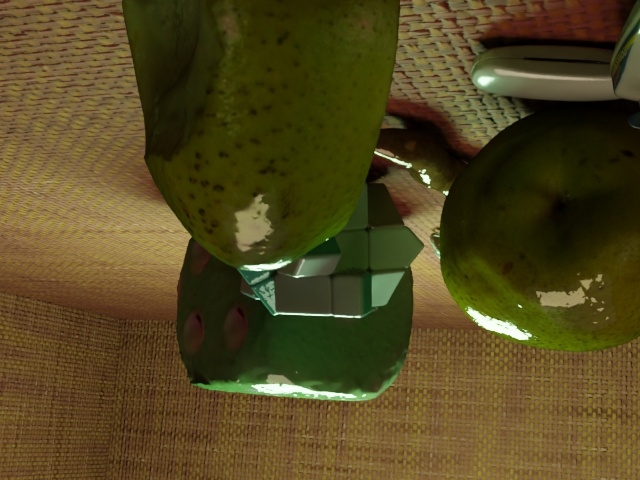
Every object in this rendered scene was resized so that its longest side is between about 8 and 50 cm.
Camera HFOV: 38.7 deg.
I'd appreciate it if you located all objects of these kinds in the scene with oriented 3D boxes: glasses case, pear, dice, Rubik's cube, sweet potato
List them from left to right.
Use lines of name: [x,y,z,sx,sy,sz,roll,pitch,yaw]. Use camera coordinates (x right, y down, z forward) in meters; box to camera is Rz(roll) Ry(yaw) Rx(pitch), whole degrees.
pear: [-0.064,-0.107,0.720,0.159,0.292,0.292,-1,172,-25]
dice: [-0.051,0.112,1.598,0.318,0.322,0.330,12,165,-35]
Rubik's cube: [0.000,0.000,1.301,0.265,0.224,0.213,4,-177,-25]
sweet potato: [0.134,-0.099,1.141,0.067,0.059,0.281,22,179,34]
glasses case: [0.225,-0.157,0.860,0.164,0.041,0.063,4,167,3]
pear: [0.272,-0.011,0.997,0.294,0.294,0.294,4,169,1]

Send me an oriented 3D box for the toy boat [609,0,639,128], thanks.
toy boat: [0.303,-0.145,0.684,0.141,0.140,0.269,3,155,4]

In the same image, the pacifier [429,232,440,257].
pacifier: [0.238,0.002,1.663,0.064,0.068,0.083,-43,163,28]
